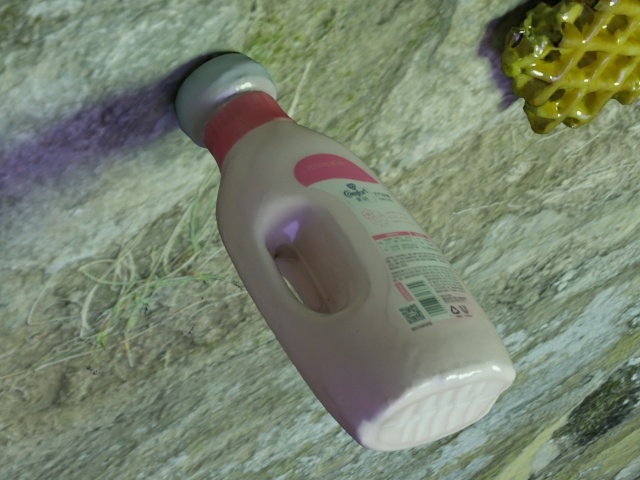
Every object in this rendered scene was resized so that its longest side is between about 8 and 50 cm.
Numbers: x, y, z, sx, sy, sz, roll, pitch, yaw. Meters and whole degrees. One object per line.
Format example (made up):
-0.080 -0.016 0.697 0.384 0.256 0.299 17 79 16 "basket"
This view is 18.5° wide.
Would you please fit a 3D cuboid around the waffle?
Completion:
0.267 -0.204 1.686 0.291 0.051 0.291 -27 149 -18 "waffle"

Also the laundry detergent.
0.000 0.000 1.437 0.159 0.335 0.088 -12 143 -36 "laundry detergent"
